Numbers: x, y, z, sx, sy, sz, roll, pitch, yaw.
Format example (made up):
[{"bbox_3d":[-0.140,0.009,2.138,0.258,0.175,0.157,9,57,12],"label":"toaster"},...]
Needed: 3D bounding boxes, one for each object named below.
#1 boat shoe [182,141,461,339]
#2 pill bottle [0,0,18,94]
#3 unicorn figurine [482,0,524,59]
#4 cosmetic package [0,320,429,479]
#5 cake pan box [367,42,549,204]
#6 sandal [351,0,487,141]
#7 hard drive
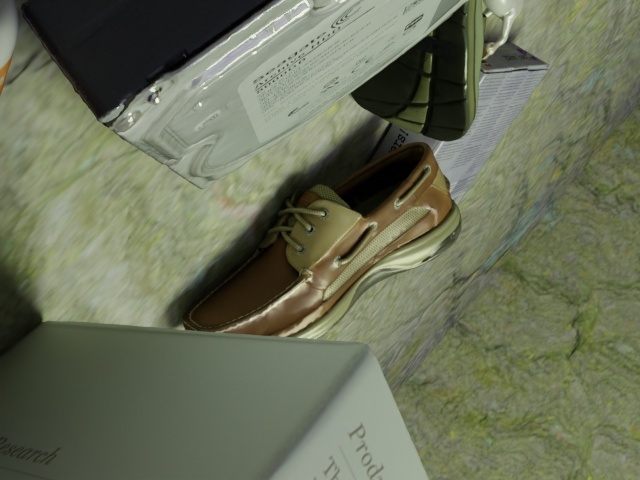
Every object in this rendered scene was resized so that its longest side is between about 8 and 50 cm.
[{"bbox_3d":[0.000,0.000,0.995,0.324,0.122,0.120,-32,124,-28],"label":"boat shoe"},{"bbox_3d":[-0.202,-0.015,0.385,0.121,0.121,0.216,-27,151,-54],"label":"pill bottle"},{"bbox_3d":[0.175,-0.244,1.001,0.111,0.060,0.162,-52,164,4],"label":"unicorn figurine"},{"bbox_3d":[-0.134,0.294,0.578,0.393,0.327,0.329,-45,121,-40],"label":"cosmetic package"},{"bbox_3d":[0.154,-0.120,1.197,0.245,0.070,0.267,-57,162,26],"label":"cake pan box"},{"bbox_3d":[0.096,-0.183,0.843,0.086,0.120,0.303,-59,167,-25],"label":"sandal"},{"bbox_3d":[-0.003,-0.125,0.534,0.237,0.064,0.339,-36,178,-2],"label":"hard drive"}]
